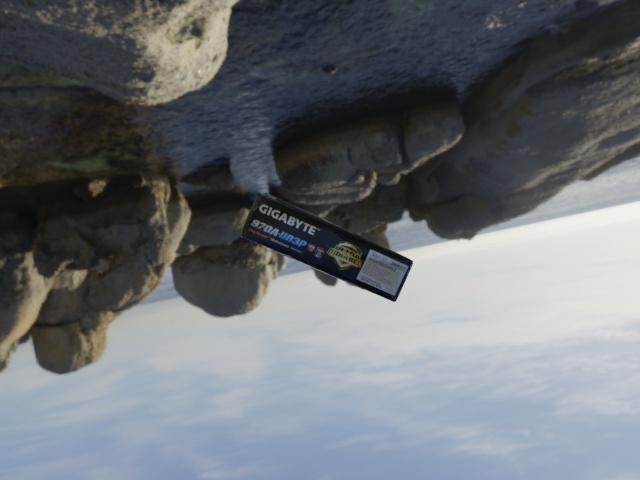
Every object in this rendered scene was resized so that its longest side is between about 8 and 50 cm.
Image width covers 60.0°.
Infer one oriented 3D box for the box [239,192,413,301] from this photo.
[{"bbox_3d":[0.000,0.000,0.660,0.175,0.051,0.220,24,-177,-5],"label":"box"}]
